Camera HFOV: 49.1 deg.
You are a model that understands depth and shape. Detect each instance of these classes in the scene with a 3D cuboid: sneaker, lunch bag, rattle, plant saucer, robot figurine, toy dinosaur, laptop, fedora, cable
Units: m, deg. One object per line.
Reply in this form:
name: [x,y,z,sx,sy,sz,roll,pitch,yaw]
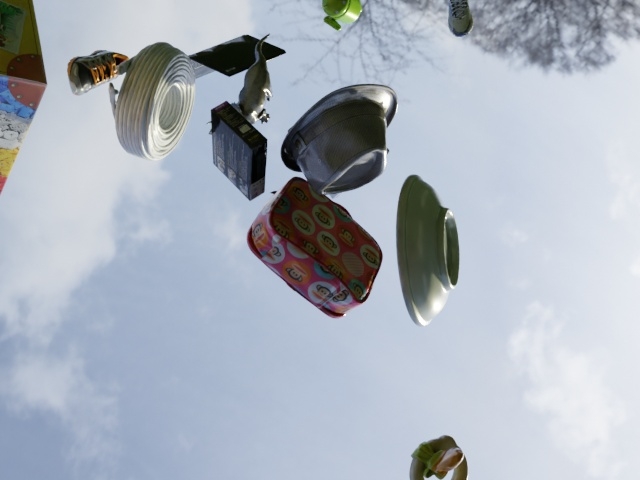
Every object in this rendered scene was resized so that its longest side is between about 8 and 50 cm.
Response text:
sneaker: [0.274,-0.473,1.405,0.058,0.052,0.135,36,-131,-64]
lunch bag: [0.000,0.000,1.540,0.293,0.120,0.258,41,-141,-12]
rattle: [0.258,0.477,1.319,0.130,0.143,0.199,-12,-91,-40]
plant saucer: [0.295,0.024,1.828,0.101,0.400,0.400,-3,-143,21]
robot figurine: [0.046,-0.520,1.550,0.067,0.101,0.115,45,-159,21]
sneaker: [-0.535,-0.410,1.686,0.083,0.084,0.215,4,-145,13]
toy dinosaur: [-0.171,-0.387,1.835,0.121,0.313,0.160,29,-176,-4]
laptop: [-0.269,-0.477,1.967,0.234,0.264,0.136,-35,-90,-40]
fedora: [0.053,-0.179,1.404,0.244,0.275,0.124,-5,-115,-40]
cable: [-0.355,-0.303,1.526,0.089,0.257,0.257,19,-132,8]

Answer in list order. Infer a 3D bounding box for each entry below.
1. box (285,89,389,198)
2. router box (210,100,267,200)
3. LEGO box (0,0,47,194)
box: [0.038,-0.237,1.774,0.167,0.168,0.203,-40,-87,-5]
router box: [-0.170,-0.184,1.462,0.046,0.179,0.133,-36,-111,-25]
LEGO box: [-0.660,-0.351,1.238,0.193,0.372,0.500,4,-125,-39]
